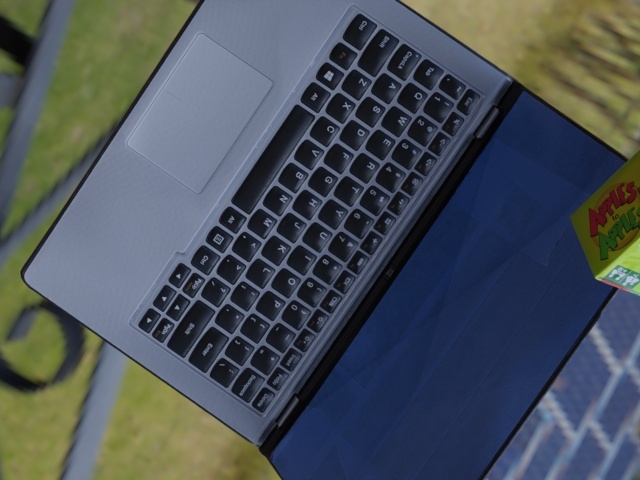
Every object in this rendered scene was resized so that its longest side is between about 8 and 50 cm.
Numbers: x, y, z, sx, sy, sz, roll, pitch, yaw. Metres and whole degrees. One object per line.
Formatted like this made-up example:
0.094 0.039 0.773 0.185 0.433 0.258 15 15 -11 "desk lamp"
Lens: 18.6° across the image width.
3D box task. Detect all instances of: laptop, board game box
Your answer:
0.000 0.000 1.537 0.382 0.408 0.236 -55 177 7 "laptop"
0.220 0.001 0.950 0.181 0.043 0.092 21 127 -35 "board game box"
